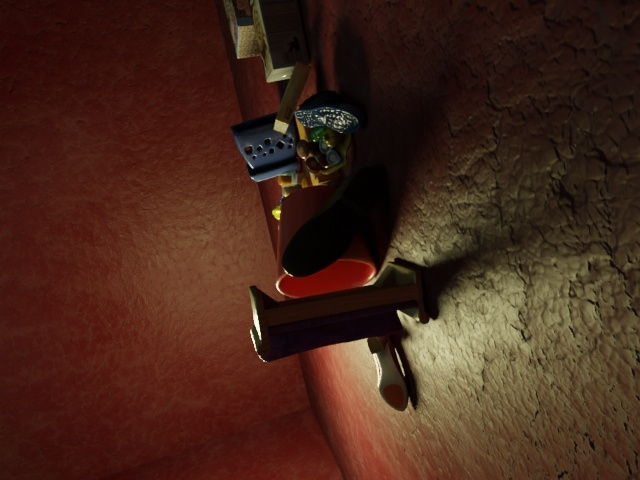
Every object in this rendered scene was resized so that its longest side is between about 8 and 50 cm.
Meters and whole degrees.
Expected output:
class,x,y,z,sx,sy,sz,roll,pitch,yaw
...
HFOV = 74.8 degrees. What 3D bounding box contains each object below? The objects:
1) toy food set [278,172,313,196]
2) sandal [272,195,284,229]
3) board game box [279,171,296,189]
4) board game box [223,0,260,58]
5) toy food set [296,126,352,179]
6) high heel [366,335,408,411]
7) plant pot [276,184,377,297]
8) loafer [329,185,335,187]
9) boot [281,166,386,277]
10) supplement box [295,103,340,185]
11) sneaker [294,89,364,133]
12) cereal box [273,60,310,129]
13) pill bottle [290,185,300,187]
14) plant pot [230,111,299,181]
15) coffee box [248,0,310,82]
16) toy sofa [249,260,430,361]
class,x,y,z,sx,sy,sz,roll,pitch,yaw
toy food set,-0.067,-0.201,1.615,0.232,0.104,0.111,11,102,57
sandal,-0.129,-0.115,1.917,0.317,0.126,0.138,90,-162,-68
board game box,-0.155,-0.304,1.910,0.210,0.047,0.160,137,118,-76
board game box,-0.278,-0.888,1.580,0.232,0.141,0.291,158,97,-77
toy food set,-0.007,-0.238,1.112,0.218,0.071,0.128,-20,87,54
high heel,0.186,0.339,1.148,0.244,0.082,0.117,63,-159,-7
plant pot,0.000,0.000,1.150,0.275,0.275,0.243,102,161,-63
loafer,-0.004,-0.105,1.372,0.268,0.092,0.102,120,134,-72
boot,0.026,-0.042,0.969,0.112,0.305,0.115,40,-175,-16
supplement box,-0.009,-0.284,1.237,0.078,0.080,0.233,176,81,-78
sneaker,0.032,-0.321,1.013,0.232,0.090,0.081,24,159,46
cereal box,-0.091,-0.422,1.265,0.240,0.047,0.173,-131,61,-77
pill bottle,-0.094,-0.140,1.736,0.087,0.087,0.160,141,113,-76
plant pot,-0.213,-0.374,1.678,0.236,0.236,0.212,-122,16,-63
coffee box,-0.132,-0.653,1.256,0.168,0.119,0.297,-151,47,-74
toy sofa,0.035,0.163,0.891,0.150,0.363,0.177,-167,70,-75
